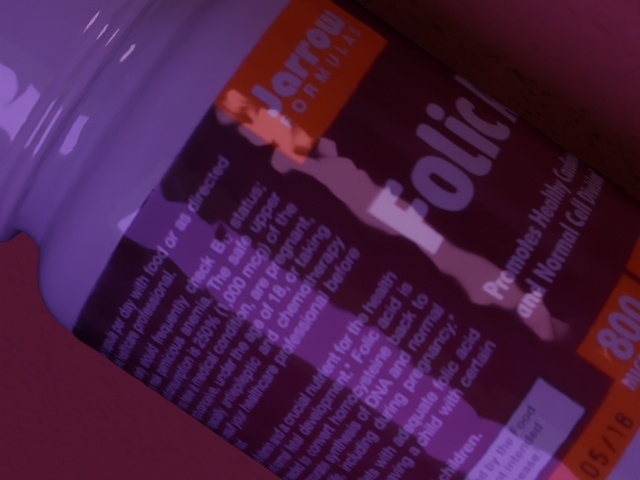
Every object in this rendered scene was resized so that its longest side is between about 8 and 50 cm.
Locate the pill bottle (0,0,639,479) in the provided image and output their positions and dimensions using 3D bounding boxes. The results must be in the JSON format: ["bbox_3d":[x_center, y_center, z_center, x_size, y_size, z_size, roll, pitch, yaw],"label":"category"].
[{"bbox_3d":[0.000,0.000,1.012,0.392,0.224,0.224,35,134,-1],"label":"pill bottle"}]
